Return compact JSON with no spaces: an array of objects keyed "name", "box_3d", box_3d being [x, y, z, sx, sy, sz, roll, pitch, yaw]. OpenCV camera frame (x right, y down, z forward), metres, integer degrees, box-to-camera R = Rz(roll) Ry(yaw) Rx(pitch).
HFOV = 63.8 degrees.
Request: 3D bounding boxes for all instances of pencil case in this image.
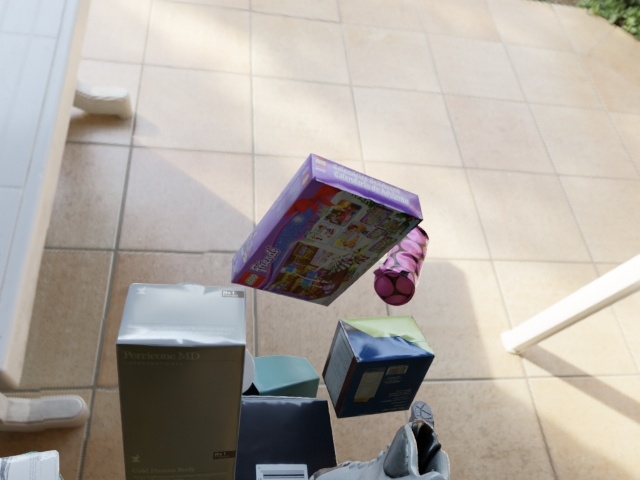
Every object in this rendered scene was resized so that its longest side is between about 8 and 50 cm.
[{"name":"pencil case","box_3d":[0.174,0.040,1.100,0.098,0.095,0.209,38,36,-5]}]

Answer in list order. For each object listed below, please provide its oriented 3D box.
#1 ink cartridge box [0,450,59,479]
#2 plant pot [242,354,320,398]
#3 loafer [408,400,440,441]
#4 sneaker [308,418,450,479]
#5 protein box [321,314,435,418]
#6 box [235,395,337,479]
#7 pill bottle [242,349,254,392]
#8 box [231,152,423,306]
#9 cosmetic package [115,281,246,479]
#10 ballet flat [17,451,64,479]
[{"name":"ink cartridge box","box_3d":[-0.673,0.534,1.076,0.217,0.159,0.092,1,39,-31]},{"name":"plant pot","box_3d":[-0.131,0.475,1.656,0.234,0.166,0.165,-5,28,-31]},{"name":"loafer","box_3d":[0.370,0.729,1.875,0.108,0.095,0.303,17,30,-4]},{"name":"sneaker","box_3d":[0.066,0.241,0.520,0.086,0.228,0.132,38,73,-9]},{"name":"protein box","box_3d":[0.132,0.302,1.237,0.199,0.201,0.136,0,37,-20]},{"name":"box","box_3d":[-0.144,0.707,1.237,0.297,0.472,0.480,7,43,-17]},{"name":"pill bottle","box_3d":[-0.343,0.393,1.532,0.161,0.283,0.162,21,62,-48]},{"name":"box","box_3d":[0.000,0.000,0.856,0.200,0.293,0.057,17,48,-26]},{"name":"cosmetic package","box_3d":[-0.150,0.169,0.572,0.127,0.238,0.107,1,34,-10]},{"name":"ballet flat","box_3d":[-0.687,0.770,1.357,0.482,0.182,0.164,31,21,28]}]
